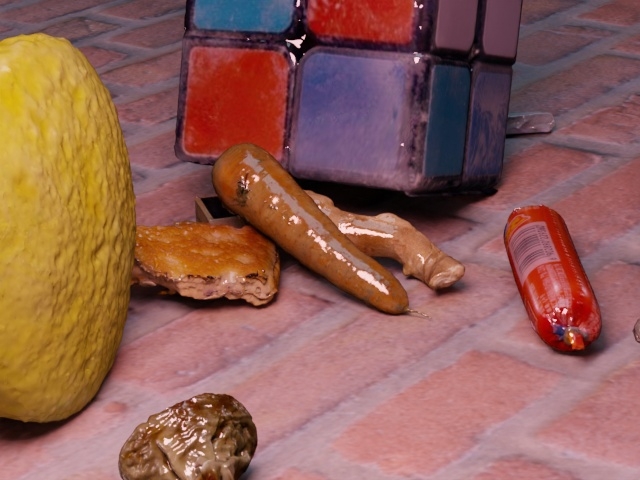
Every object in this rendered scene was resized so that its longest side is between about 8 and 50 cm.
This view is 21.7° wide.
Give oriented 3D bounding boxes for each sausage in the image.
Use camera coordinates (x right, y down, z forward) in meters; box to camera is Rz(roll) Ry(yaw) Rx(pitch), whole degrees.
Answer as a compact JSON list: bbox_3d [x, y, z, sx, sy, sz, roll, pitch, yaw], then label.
[{"bbox_3d":[0.238,0.043,1.707,0.074,0.074,0.274,-2,22,-1],"label":"sausage"}]

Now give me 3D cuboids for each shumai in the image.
[{"bbox_3d":[-0.094,0.186,1.362,0.124,0.099,0.087,-16,43,-29],"label":"shumai"}]

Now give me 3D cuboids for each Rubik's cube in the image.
[{"bbox_3d":[0.040,-0.226,1.973,0.313,0.318,0.316,8,5,25],"label":"Rubik's cube"}]

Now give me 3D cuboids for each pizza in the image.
[{"bbox_3d":[-0.144,0.030,1.765,0.226,0.069,0.147,-1,29,-22],"label":"pizza"}]

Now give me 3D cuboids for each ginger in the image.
[{"bbox_3d":[0.031,0.001,1.819,0.288,0.089,0.075,21,3,24],"label":"ginger"}]

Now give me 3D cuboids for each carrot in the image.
[{"bbox_3d":[0.000,0.000,1.762,0.298,0.078,0.078,39,40,24],"label":"carrot"}]

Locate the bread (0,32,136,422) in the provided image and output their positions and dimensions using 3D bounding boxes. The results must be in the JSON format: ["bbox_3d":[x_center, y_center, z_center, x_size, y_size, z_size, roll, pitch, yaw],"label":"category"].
[{"bbox_3d":[-0.343,-0.004,1.531,0.308,0.348,0.348,-5,20,18],"label":"bread"}]

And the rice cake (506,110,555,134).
[{"bbox_3d":[0.225,-0.156,2.247,0.180,0.030,0.042,-3,9,-4],"label":"rice cake"}]

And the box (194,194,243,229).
[{"bbox_3d":[-0.097,-0.026,1.941,0.083,0.035,0.079,-8,23,-15],"label":"box"}]

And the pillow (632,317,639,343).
[{"bbox_3d":[0.423,0.101,1.578,0.255,0.059,0.169,-17,27,-37],"label":"pillow"}]
